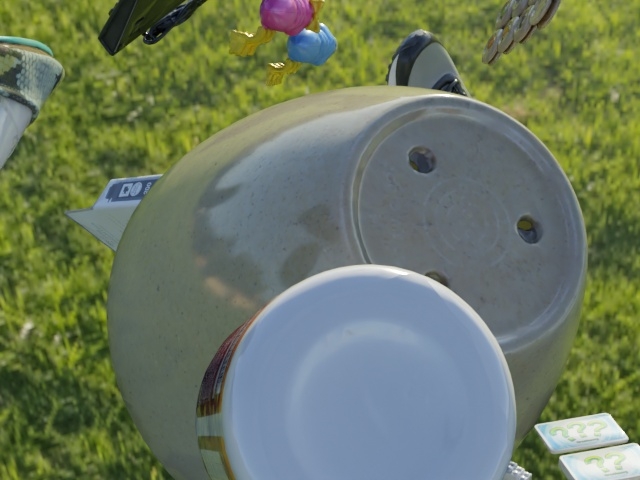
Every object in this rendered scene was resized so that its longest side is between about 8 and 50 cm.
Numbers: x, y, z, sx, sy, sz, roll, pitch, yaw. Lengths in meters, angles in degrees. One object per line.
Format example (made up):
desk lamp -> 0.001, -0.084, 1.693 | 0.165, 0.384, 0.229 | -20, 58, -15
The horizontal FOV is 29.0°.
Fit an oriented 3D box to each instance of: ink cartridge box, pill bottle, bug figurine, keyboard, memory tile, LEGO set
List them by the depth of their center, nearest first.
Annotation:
pill bottle -> 0.003, 0.084, 0.589 | 0.121, 0.221, 0.121 | 2, 81, -10
LEGO set -> 0.172, 0.197, 1.076 | 0.244, 0.060, 0.182 | -7, 23, -9
memory tile -> 0.192, -0.223, 1.125 | 0.012, 0.148, 0.113 | 25, 75, -11
bug figurine -> -0.019, -0.276, 1.166 | 0.072, 0.279, 0.216 | 8, 15, 15
ink cartridge box -> -0.127, 0.006, 1.284 | 0.208, 0.206, 0.045 | -3, 55, 42
keyboard -> -0.121, -0.291, 1.292 | 0.033, 0.201, 0.317 | 42, 53, 2

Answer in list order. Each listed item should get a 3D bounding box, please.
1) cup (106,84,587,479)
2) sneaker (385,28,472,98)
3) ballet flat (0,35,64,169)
cup -> 0.045, 0.028, 0.834 | 0.331, 0.237, 0.331 | 8, 69, -21
sneaker -> 0.163, -0.132, 1.459 | 0.108, 0.272, 0.100 | 14, 51, 46
ballet flat -> -0.190, -0.067, 0.595 | 0.076, 0.221, 0.079 | -20, 82, 15
